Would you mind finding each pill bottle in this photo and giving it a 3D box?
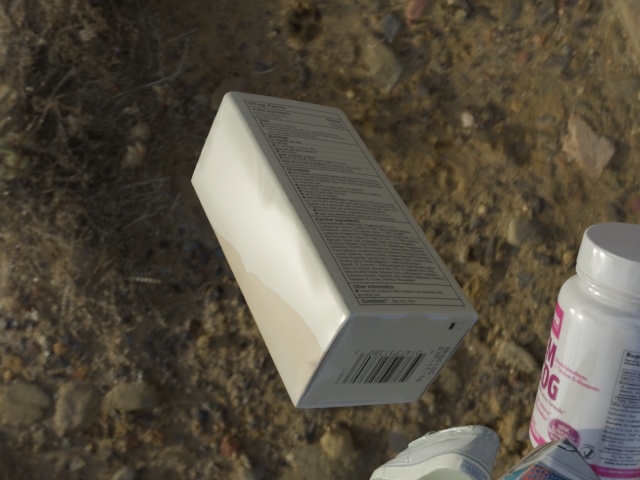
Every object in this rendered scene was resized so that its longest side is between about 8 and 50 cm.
[{"bbox_3d":[0.352,0.133,1.135,0.160,0.160,0.283,13,112,16],"label":"pill bottle"}]

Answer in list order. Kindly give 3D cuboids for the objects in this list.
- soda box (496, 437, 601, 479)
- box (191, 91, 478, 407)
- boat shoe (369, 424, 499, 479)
[{"bbox_3d":[0.036,0.152,0.351,0.183,0.063,0.058,-38,77,-6],"label":"soda box"},{"bbox_3d":[0.000,0.000,0.914,0.121,0.148,0.311,-62,39,33],"label":"box"},{"bbox_3d":[0.134,0.259,1.091,0.079,0.081,0.227,41,150,-5],"label":"boat shoe"}]
